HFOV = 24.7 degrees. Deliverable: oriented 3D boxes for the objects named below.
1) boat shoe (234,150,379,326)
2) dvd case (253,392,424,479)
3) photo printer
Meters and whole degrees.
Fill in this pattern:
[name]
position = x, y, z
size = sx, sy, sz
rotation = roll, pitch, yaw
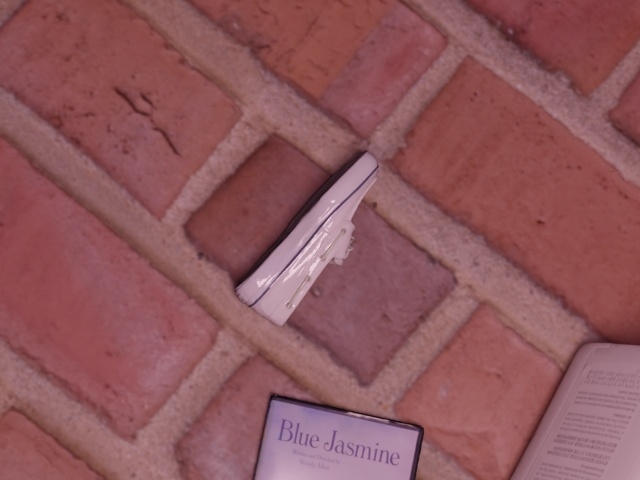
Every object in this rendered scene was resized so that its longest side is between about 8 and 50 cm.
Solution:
[boat shoe]
position = 0.000, 0.000, 1.684
size = 0.076, 0.083, 0.226
rotation = 43, 88, -8
[dvd case]
position = 0.007, 0.313, 1.637
size = 0.180, 0.022, 0.253
rotation = 12, 77, -3
[photo printer]
position = 0.309, 0.262, 1.567
size = 0.107, 0.256, 0.307
rotation = 35, 75, -19
